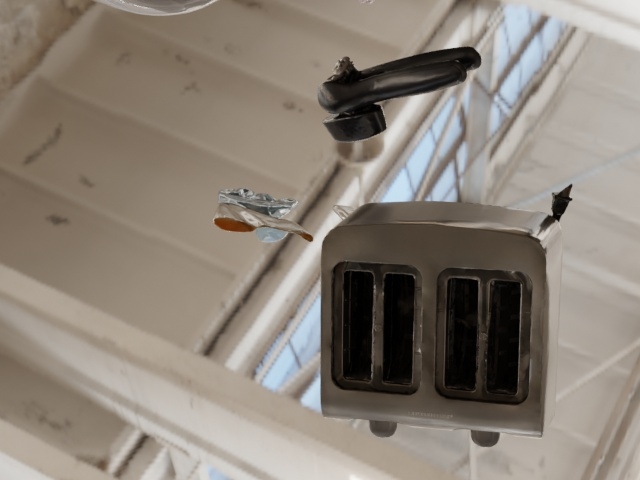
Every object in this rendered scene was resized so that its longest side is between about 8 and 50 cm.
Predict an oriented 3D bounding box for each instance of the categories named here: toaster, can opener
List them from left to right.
[{"bbox_3d":[0.068,-0.144,1.062,0.186,0.073,0.059,-14,-148,43],"label":"can opener"},{"bbox_3d":[0.092,0.052,0.858,0.168,0.185,0.110,4,-169,15],"label":"toaster"}]

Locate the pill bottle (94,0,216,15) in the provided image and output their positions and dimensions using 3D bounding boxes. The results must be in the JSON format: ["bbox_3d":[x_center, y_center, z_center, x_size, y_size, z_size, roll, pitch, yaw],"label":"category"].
[{"bbox_3d":[-0.222,-0.332,0.967,0.229,0.229,0.408,-36,-141,-23],"label":"pill bottle"}]

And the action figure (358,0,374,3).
[{"bbox_3d":[0.062,-0.448,1.367,0.370,0.275,0.248,6,-137,9],"label":"action figure"}]

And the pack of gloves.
[{"bbox_3d":[0.000,0.000,1.042,0.195,0.046,0.232,12,-171,-6],"label":"pack of gloves"}]
